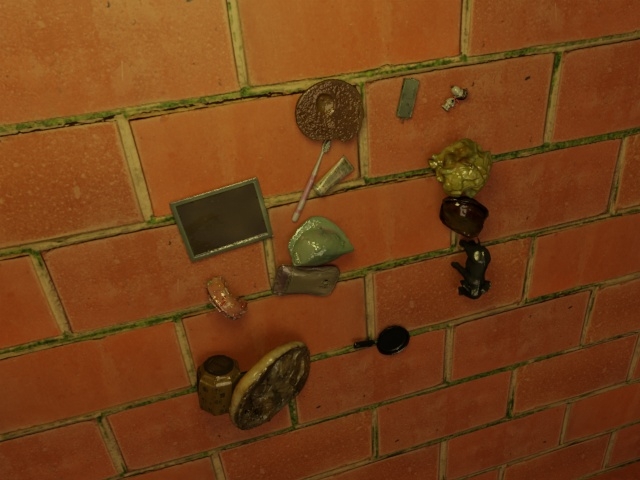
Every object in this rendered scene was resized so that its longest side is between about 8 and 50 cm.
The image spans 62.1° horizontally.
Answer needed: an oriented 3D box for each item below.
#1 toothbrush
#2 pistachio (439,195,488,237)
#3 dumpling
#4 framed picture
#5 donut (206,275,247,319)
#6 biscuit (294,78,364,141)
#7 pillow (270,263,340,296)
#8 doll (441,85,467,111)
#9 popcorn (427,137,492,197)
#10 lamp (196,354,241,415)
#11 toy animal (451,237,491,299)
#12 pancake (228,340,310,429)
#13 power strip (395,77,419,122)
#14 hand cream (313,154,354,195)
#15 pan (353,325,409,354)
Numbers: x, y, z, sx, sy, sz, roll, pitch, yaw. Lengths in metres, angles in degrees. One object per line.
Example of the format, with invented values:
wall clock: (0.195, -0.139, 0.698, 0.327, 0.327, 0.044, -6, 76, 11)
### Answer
toothbrush: (-0.028, -0.182, 1.634, 0.020, 0.025, 0.287, 15, 112, -24)
pistachio: (0.476, -0.085, 1.784, 0.165, 0.131, 0.210, -18, 140, 32)
dumpling: (0.003, 0.009, 1.700, 0.216, 0.105, 0.149, -7, 119, -14)
framed picture: (-0.295, -0.063, 1.618, 0.274, 0.017, 0.217, -16, 121, -9)
donut: (-0.295, 0.194, 1.700, 0.065, 0.117, 0.166, -40, 122, 12)
biscuit: (0.024, -0.375, 1.531, 0.207, 0.049, 0.181, -5, 119, -16)
pillow: (-0.049, 0.137, 1.793, 0.232, 0.038, 0.131, 6, 118, -23)
doll: (0.413, -0.434, 1.631, 0.058, 0.040, 0.085, 20, 106, -13)
popcorn: (0.442, -0.226, 1.676, 0.187, 0.186, 0.167, -19, 147, -25)
lamp: (-0.348, 0.497, 1.826, 0.161, 0.161, 0.185, -4, 123, -16)
toy animal: (0.535, 0.110, 1.901, 0.114, 0.146, 0.245, -14, 122, -11)
pancake: (-0.171, 0.507, 1.862, 0.386, 0.082, 0.387, -34, 144, -28)
power strip: (0.260, -0.422, 1.599, 0.050, 0.019, 0.136, -1, 118, -19)
hand cream: (0.037, -0.198, 1.645, 0.143, 0.039, 0.061, -42, 115, -4)
pan: (0.230, 0.382, 2.020, 0.234, 0.028, 0.136, -1, 117, -21)
